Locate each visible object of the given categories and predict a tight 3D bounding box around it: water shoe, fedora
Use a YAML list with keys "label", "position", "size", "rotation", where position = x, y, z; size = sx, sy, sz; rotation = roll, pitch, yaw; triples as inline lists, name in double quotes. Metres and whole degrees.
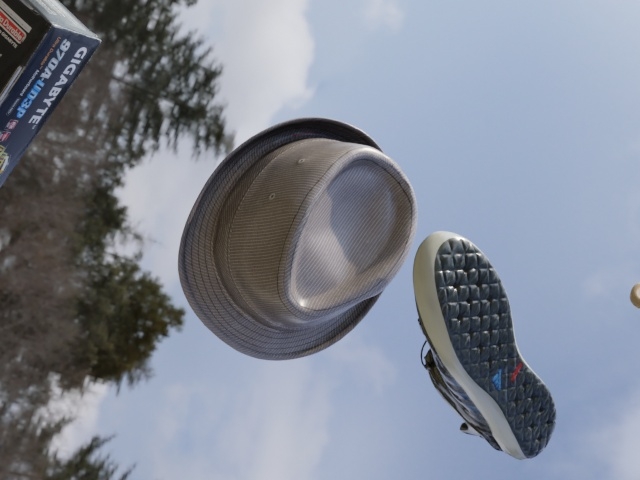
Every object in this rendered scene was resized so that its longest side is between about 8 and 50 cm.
- label: "water shoe"
  position: [0.099, 0.082, 0.609]
  size: [0.080, 0.203, 0.073]
  rotation: [3, -140, 48]
- label: "fedora"
  position: [0.000, 0.000, 0.871]
  size: [0.275, 0.243, 0.124]
  rotation: [-46, -159, -18]

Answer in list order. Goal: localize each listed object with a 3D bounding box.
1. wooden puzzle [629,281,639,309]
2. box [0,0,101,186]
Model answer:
- label: "wooden puzzle"
  position: [0.616, 0.145, 1.069]
  size: [0.348, 0.322, 0.080]
  rotation: [-147, -112, -74]
- label: "box"
  position: [-0.273, -0.132, 0.546]
  size: [0.175, 0.220, 0.051]
  rotation: [-50, 167, 14]
